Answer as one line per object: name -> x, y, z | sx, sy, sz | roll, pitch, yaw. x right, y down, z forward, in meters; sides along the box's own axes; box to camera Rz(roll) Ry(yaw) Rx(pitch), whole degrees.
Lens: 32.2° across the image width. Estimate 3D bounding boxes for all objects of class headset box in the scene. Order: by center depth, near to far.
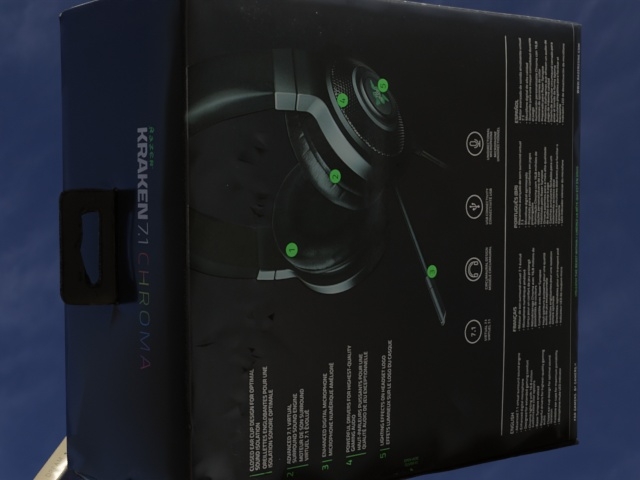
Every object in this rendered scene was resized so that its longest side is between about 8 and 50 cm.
headset box -> 0.000, 0.000, 0.593 | 0.131, 0.283, 0.246 | 3, -84, 52

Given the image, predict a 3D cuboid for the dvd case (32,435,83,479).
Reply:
dvd case -> -0.172, 0.202, 0.688 | 0.018, 0.221, 0.164 | 19, -54, 9
